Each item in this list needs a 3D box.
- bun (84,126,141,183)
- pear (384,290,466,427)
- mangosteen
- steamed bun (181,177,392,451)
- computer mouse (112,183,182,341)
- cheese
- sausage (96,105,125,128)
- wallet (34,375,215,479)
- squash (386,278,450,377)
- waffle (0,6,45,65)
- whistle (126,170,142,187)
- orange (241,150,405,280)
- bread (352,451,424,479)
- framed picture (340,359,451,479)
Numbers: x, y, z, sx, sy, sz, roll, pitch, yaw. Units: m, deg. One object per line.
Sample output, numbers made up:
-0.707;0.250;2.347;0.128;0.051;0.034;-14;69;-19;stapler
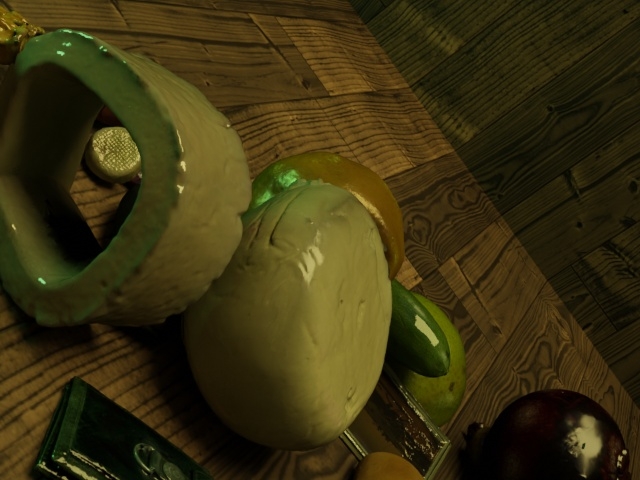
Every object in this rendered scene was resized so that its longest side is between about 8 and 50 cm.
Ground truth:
-0.296;-0.119;1.479;0.086;0.055;0.086;9;66;-21;bun
0.145;0.199;1.832;0.239;0.139;0.288;-13;69;-55;pear
0.406;0.413;1.862;0.297;0.293;0.297;4;90;-81;mangosteen
-0.058;0.102;1.355;0.312;0.233;0.334;-40;129;-58;steamed bun
-0.211;0.013;1.384;0.270;0.086;0.137;-93;157;-53;computer mouse
-0.256;-0.070;1.195;0.332;0.292;0.153;53;19;25;cheese
-0.289;-0.207;1.596;0.433;0.088;0.088;17;42;-55;sausage
-0.196;0.259;1.133;0.236;0.055;0.160;45;17;-20;wallet
0.074;0.089;1.771;0.395;0.107;0.107;43;15;28;squash
-0.445;-0.276;1.278;0.283;0.065;0.309;31;11;30;waffle
-0.231;-0.063;1.566;0.176;0.033;0.033;36;27;-38;whistle
0.000;0.000;1.618;0.279;0.279;0.235;44;1;-23;orange
0.105;0.392;1.489;0.147;0.098;0.217;53;22;-13;bread
0.105;0.292;1.668;0.252;0.014;0.197;52;40;-5;framed picture
